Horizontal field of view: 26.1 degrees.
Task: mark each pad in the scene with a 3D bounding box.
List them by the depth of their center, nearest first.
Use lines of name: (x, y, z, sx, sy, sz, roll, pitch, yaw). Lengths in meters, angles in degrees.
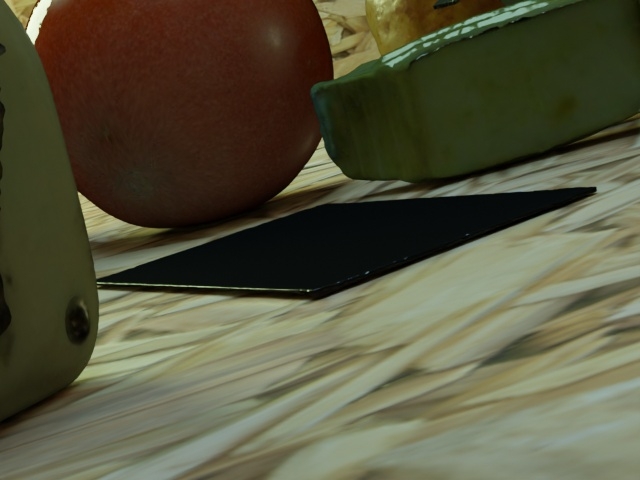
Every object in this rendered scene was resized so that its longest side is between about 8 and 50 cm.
pad: (0.000, 0.001, 0.857, 0.202, 0.005, 0.300, -19, 9, -31)

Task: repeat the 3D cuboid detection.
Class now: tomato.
tomato: (-0.119, -0.130, 1.135, 0.256, 0.256, 0.224, -10, 27, 31)

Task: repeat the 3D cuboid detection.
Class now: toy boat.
toy boat: (0.134, -0.112, 1.006, 0.276, 0.111, 0.084, -15, 13, 1)

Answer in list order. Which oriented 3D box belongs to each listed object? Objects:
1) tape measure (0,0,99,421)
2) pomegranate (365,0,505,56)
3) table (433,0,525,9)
tape measure: (-0.207, -0.016, 0.541, 0.133, 0.231, 0.271, -8, 10, 29)
pomegranate: (0.155, -0.217, 1.295, 0.248, 0.248, 0.248, -14, 8, 2)
table: (0.203, -0.195, 1.078, 0.175, 0.146, 0.062, -47, 14, -6)
